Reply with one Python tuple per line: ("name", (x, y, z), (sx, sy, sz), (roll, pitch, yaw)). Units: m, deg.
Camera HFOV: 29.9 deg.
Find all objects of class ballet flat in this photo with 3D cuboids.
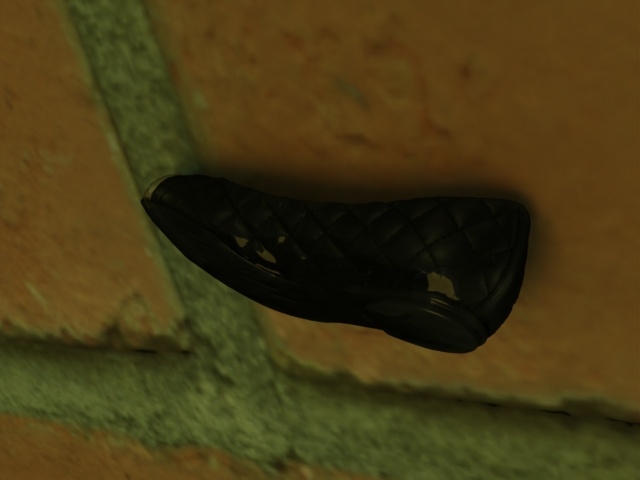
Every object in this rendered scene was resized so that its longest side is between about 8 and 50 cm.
("ballet flat", (0.000, 0.000, 0.432), (0.173, 0.049, 0.057), (14, 154, 40))
